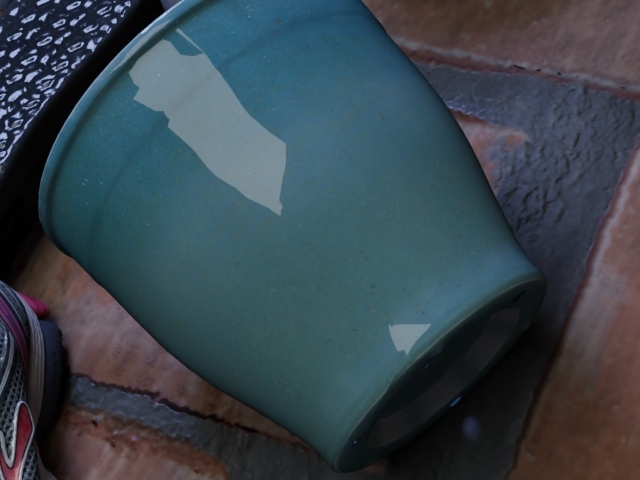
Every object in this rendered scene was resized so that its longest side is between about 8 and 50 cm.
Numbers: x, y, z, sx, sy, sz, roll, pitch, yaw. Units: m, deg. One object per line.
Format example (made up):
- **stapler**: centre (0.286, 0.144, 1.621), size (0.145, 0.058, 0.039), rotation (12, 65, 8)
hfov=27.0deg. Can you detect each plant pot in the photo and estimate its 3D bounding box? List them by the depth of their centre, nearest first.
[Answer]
- **plant pot**: centre (0.000, 0.000, 0.876), size (0.271, 0.271, 0.255), rotation (-42, 70, -2)

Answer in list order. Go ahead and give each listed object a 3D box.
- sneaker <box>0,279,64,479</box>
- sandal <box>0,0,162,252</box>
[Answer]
- **sneaker**: centre (-0.258, 0.165, 0.976), size (0.121, 0.112, 0.299), rotation (-17, 63, 13)
- **sandal**: centre (-0.282, -0.062, 1.128), size (0.167, 0.107, 0.446), rotation (24, 63, 33)
